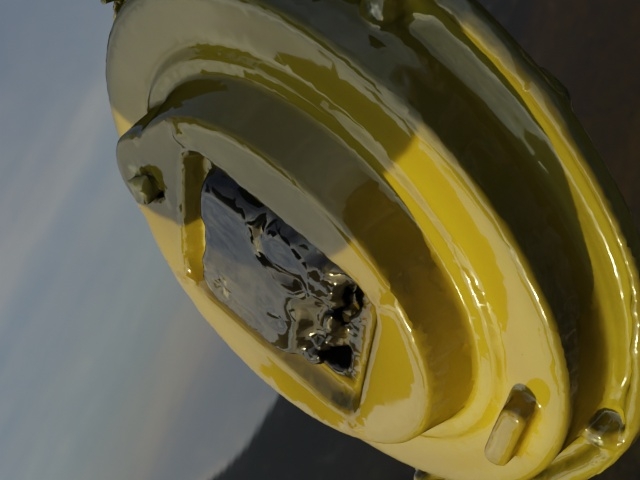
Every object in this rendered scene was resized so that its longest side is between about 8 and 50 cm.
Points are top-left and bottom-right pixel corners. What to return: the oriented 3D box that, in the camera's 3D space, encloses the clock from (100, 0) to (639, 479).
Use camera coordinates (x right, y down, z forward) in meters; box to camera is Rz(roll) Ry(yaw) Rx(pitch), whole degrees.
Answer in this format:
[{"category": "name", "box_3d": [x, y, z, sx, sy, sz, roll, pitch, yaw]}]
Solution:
[{"category": "clock", "box_3d": [0.000, 0.000, 0.444, 0.057, 0.237, 0.237, -41, -12, -27]}]
